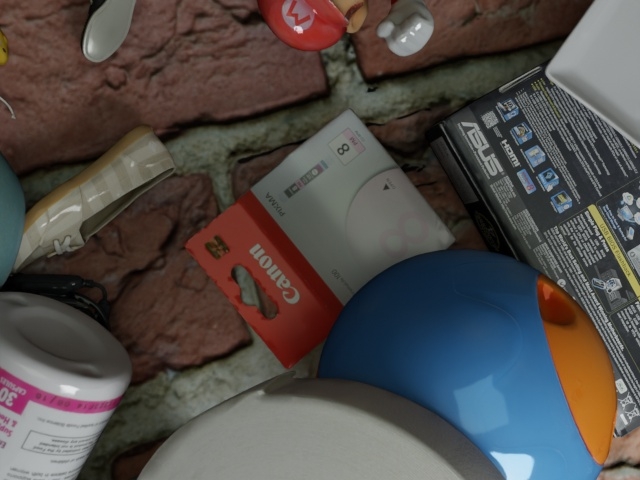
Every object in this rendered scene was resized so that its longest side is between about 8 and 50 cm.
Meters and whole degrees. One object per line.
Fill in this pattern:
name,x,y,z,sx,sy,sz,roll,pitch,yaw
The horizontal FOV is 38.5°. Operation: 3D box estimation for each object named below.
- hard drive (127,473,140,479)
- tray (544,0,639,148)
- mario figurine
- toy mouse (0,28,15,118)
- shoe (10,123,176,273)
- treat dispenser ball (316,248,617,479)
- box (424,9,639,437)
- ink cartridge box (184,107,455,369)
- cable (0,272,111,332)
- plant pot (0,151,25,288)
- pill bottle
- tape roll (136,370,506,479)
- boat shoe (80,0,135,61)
hard drive,-0.204,0.327,0.891,0.255,0.054,0.172,-28,124,-33
tray,0.363,-0.236,0.975,0.145,0.030,0.270,37,83,-2
mario figurine,0.065,-0.324,0.953,0.198,0.170,0.320,35,74,29
toy mouse,-0.395,-0.180,0.964,0.143,0.031,0.161,-32,92,-7
shoe,-0.245,-0.033,0.956,0.219,0.076,0.058,-42,88,-9
treat dispenser ball,0.138,0.152,0.892,0.288,0.288,0.288,0,88,-7
box,0.349,-0.032,1.022,0.318,0.097,0.395,-31,91,-5
ink cartridge box,0.000,0.000,0.998,0.232,0.066,0.189,-40,94,-11
cable,-0.311,0.108,0.964,0.185,0.047,0.150,0,96,-3
plant pot,-0.399,-0.023,0.862,0.195,0.290,0.290,17,85,-42
pill bottle,-0.311,0.205,0.874,0.160,0.160,0.283,29,101,-6
tape roll,0.002,0.308,0.769,0.392,0.072,0.392,2,96,25
boat shoe,-0.228,-0.252,0.984,0.046,0.038,0.125,20,92,-48
